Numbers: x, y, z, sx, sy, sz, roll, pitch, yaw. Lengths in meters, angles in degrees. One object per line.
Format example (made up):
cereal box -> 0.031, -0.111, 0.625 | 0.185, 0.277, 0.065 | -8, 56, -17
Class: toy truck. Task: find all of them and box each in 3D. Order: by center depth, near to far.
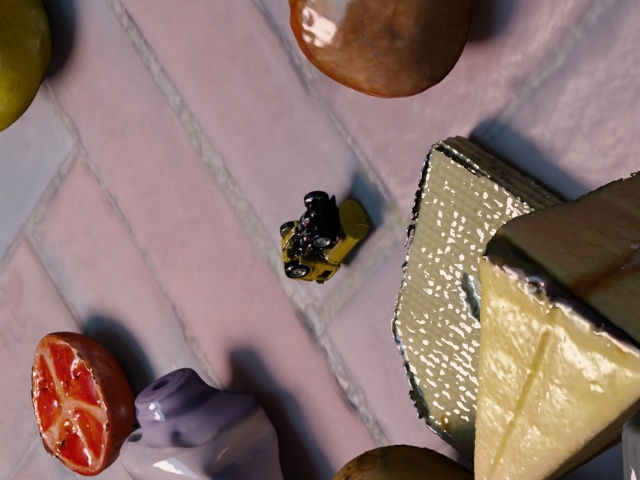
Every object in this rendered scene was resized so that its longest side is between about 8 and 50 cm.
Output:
toy truck -> 0.000, 0.000, 1.597 | 0.083, 0.054, 0.049 | -50, 40, 48

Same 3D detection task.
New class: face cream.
face cream -> -0.067, 0.319, 1.787 | 0.235, 0.137, 0.420 | -6, 110, 55

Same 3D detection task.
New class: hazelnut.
hazelnut -> 0.048, -0.187, 1.415 | 0.150, 0.150, 0.150 | 24, 122, 44

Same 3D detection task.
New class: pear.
pear -> -0.366, -0.186, 1.866 | 0.198, 0.198, 0.198 | 24, 122, 44

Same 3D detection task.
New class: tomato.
tomato -> -0.236, 0.166, 1.947 | 0.155, 0.069, 0.155 | 22, 119, 48

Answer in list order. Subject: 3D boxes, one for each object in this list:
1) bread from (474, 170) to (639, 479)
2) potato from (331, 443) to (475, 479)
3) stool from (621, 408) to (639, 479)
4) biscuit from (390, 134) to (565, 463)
bread -> 0.216, 0.105, 1.274 | 0.163, 0.168, 0.264 | 35, 140, 40
potato -> 0.150, 0.278, 1.433 | 0.369, 0.176, 0.195 | 26, 131, 36
stool -> 0.329, 0.251, 1.119 | 0.297, 0.297, 0.330 | -5, 95, 52
biscuit -> 0.126, 0.053, 1.472 | 0.147, 0.046, 0.250 | 35, 129, 35
